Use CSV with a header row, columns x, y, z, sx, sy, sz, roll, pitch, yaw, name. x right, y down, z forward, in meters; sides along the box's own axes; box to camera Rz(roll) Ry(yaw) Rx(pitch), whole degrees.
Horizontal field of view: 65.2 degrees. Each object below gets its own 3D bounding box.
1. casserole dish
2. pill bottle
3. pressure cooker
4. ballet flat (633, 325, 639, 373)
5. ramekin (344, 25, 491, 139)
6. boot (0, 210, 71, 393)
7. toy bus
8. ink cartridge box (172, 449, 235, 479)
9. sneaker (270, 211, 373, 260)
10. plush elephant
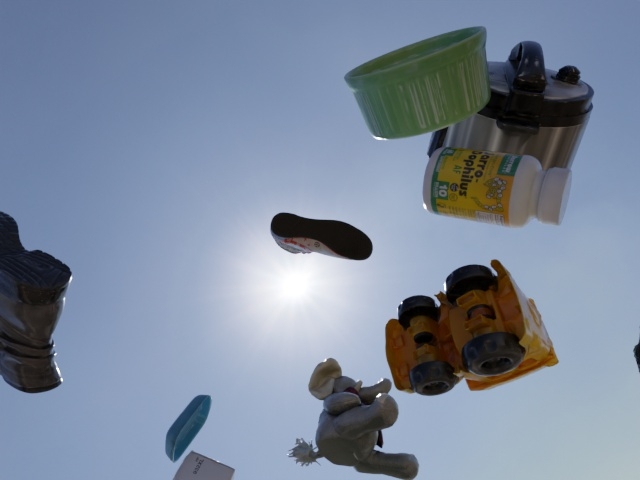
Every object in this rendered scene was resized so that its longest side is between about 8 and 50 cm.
x,y,z,sx,sy,sz,roll,pitch,yaw,name
-0.334,0.464,1.254,0.037,0.188,0.114,19,-60,11,casserole dish
0.282,-0.083,0.806,0.117,0.208,0.117,-29,-55,-51,pill bottle
0.505,-0.308,1.338,0.376,0.370,0.420,-13,-51,-23,pressure cooker
0.356,0.147,0.477,0.077,0.091,0.241,34,-119,-38,ballet flat
0.216,-0.335,1.082,0.303,0.303,0.148,-25,-67,-10,ramekin
-0.543,0.093,0.824,0.118,0.338,0.222,-12,-54,-52,boot
0.240,0.161,0.765,0.220,0.149,0.211,-35,-50,29,toy bus
-0.313,0.703,1.210,0.129,0.223,0.307,17,-52,9,ink cartridge box
0.000,-0.001,1.326,0.270,0.090,0.145,14,-14,-1,sneaker
0.091,0.455,1.319,0.330,0.255,0.272,-18,-64,23,plush elephant
